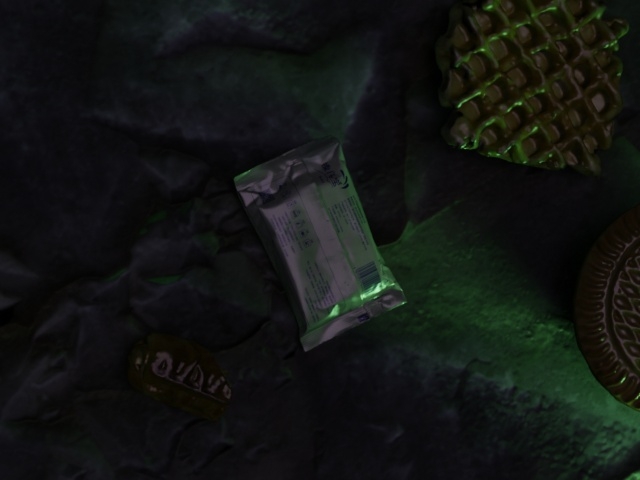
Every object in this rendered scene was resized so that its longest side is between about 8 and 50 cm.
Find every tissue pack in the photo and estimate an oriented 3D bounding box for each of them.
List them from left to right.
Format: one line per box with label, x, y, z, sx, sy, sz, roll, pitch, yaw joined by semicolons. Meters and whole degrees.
tissue pack;0.000;0.000;1.677;0.122;0.026;0.193;-26;98;-18

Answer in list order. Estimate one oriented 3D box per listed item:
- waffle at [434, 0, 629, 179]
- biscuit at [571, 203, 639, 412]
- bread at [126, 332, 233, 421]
waffle;0.218;-0.179;1.737;0.223;0.054;0.204;11;87;-21
biscuit;0.390;0.071;1.768;0.259;0.079;0.259;0;90;-6
bread;-0.136;0.129;1.616;0.110;0.060;0.066;24;112;-16
